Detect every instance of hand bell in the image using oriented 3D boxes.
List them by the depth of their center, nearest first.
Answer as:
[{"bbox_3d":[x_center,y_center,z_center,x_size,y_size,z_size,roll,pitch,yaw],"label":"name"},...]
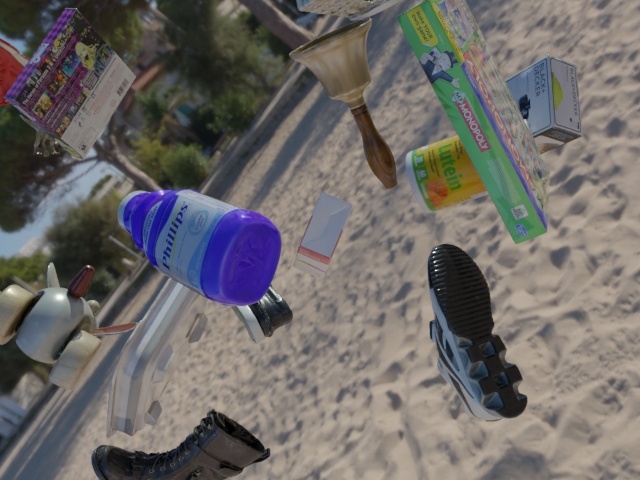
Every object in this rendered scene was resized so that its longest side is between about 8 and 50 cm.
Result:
[{"bbox_3d":[0.060,-0.185,0.936,0.126,0.242,0.126,-22,22,9],"label":"hand bell"}]

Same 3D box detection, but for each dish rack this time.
[{"bbox_3d":[-0.272,0.181,1.157,0.333,0.072,0.285,-68,0,-45],"label":"dish rack"}]

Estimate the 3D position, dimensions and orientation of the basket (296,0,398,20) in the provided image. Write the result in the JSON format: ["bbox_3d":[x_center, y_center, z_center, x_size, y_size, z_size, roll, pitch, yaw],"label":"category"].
[{"bbox_3d":[0.028,-0.366,0.773,0.113,0.103,0.167,5,101,63],"label":"basket"}]

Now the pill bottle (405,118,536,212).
[{"bbox_3d":[0.308,-0.154,1.286,0.246,0.136,0.136,-18,27,23],"label":"pill bottle"}]

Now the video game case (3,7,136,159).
[{"bbox_3d":[-0.512,-0.322,1.330,0.232,0.042,0.210,-65,-29,-17],"label":"video game case"}]

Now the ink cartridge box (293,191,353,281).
[{"bbox_3d":[0.000,0.000,1.220,0.198,0.067,0.115,109,-176,-72],"label":"ink cartridge box"}]

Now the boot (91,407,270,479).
[{"bbox_3d":[-0.253,0.385,1.163,0.229,0.263,0.091,-49,22,20],"label":"boot"}]

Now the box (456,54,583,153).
[{"bbox_3d":[0.429,-0.264,1.408,0.290,0.087,0.169,-22,61,59],"label":"box"}]

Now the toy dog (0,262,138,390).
[{"bbox_3d":[-0.392,0.107,0.999,0.161,0.220,0.334,-55,27,-9],"label":"toy dog"}]

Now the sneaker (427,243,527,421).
[{"bbox_3d":[0.252,0.174,1.179,0.146,0.122,0.330,-45,56,59],"label":"sneaker"}]

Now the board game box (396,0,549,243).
[{"bbox_3d":[0.217,-0.178,0.848,0.046,0.317,0.213,-24,16,29],"label":"board game box"}]

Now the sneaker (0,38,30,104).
[{"bbox_3d":[-0.703,-0.363,1.371,0.128,0.087,0.221,-69,-17,-3],"label":"sneaker"}]

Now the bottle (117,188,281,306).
[{"bbox_3d":[-0.171,-0.007,0.829,0.283,0.092,0.118,21,94,44],"label":"bottle"}]

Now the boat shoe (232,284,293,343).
[{"bbox_3d":[-0.139,0.115,1.307,0.091,0.114,0.302,-25,29,-13],"label":"boat shoe"}]

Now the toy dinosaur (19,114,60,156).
[{"bbox_3d":[-0.616,-0.238,1.424,0.183,0.053,0.092,16,109,47],"label":"toy dinosaur"}]
